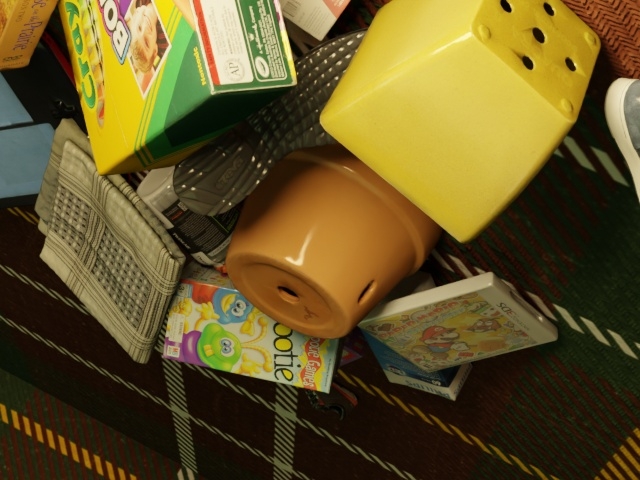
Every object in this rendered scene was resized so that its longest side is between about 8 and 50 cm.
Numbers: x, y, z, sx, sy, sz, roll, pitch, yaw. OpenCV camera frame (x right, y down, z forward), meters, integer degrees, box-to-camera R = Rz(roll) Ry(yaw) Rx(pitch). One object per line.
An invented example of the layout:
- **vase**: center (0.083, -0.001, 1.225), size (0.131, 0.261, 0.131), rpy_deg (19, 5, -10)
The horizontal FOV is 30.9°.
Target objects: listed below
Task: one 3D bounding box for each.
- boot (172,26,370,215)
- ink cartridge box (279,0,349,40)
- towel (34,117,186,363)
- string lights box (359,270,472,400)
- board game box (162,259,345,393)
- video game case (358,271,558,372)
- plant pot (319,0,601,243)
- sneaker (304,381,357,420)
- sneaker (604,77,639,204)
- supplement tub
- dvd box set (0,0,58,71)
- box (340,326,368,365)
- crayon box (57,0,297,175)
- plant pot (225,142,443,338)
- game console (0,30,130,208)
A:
- **boot**: center (-0.047, -0.182, 1.420), size (0.118, 0.338, 0.223), rpy_deg (58, -172, -26)
- **ink cartridge box**: center (-0.049, -0.322, 1.274), size (0.198, 0.067, 0.115), rpy_deg (33, 153, -7)
- **towel**: center (-0.354, 0.008, 1.860), size (0.324, 0.056, 0.312), rpy_deg (49, 144, 17)
- **string lights box**: center (0.142, 0.147, 1.867), size (0.133, 0.077, 0.260), rpy_deg (13, 148, 33)
- **board game box**: center (-0.099, 0.136, 1.890), size (0.275, 0.142, 0.144), rpy_deg (11, -167, 6)
- **video game case**: center (0.199, 0.125, 1.687), size (0.227, 0.026, 0.206), rpy_deg (-18, 144, 31)
- **plant pot**: center (0.163, -0.165, 1.194), size (0.212, 0.212, 0.187), rpy_deg (39, 139, -15)
- **sneaker**: center (-0.003, 0.301, 2.293), size (0.158, 0.065, 0.061), rpy_deg (31, 153, -1)
- **sneaker**: center (0.409, -0.076, 1.199), size (0.163, 0.086, 0.226), rpy_deg (4, 142, 46)
- **supplement tub**: center (-0.193, -0.041, 1.848), size (0.117, 0.117, 0.190), rpy_deg (-7, 134, 51)
- **dvd box set**: center (-0.360, -0.406, 1.281), size (0.420, 0.062, 0.308), rpy_deg (-31, 79, 61)
- **box**: center (-0.058, 0.170, 2.115), size (0.201, 0.057, 0.293), rpy_deg (31, 154, -13)
- **crayon box**: center (-0.179, -0.282, 1.208), size (0.313, 0.106, 0.363), rpy_deg (-21, 81, 57)
- **plant pot**: center (0.000, 0.000, 1.624), size (0.291, 0.203, 0.291), rpy_deg (24, 152, 14)
- **game console**: center (-0.528, -0.186, 1.892), size (0.386, 0.060, 0.342), rpy_deg (-6, 140, 23)
